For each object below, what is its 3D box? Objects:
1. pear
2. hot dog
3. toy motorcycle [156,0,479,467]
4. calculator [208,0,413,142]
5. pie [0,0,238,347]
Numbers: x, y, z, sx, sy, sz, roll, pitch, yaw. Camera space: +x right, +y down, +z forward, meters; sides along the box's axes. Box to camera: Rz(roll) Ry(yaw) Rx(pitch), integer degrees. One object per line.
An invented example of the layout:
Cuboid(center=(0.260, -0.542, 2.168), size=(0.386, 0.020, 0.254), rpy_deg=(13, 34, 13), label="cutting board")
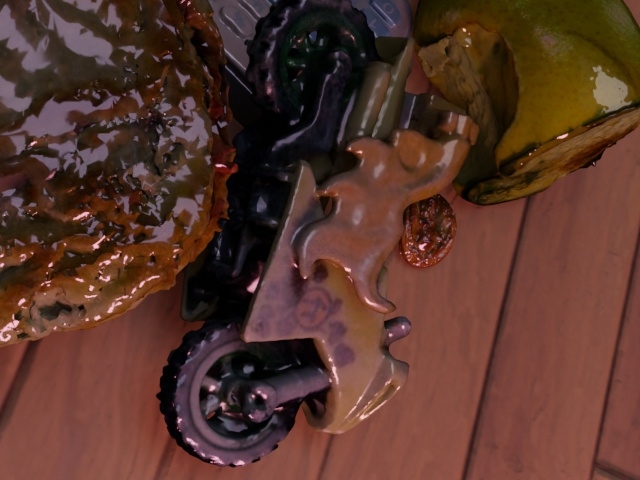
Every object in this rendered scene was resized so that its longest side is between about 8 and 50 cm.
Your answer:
Cuboid(center=(0.199, -0.189, 1.458), size=(0.164, 0.238, 0.255), rpy_deg=(-13, 79, -27), label="pear")
Cuboid(center=(0.104, -0.014, 1.459), size=(0.058, 0.035, 0.083), rpy_deg=(14, 65, -19), label="hot dog")
Cuboid(center=(0.000, 0.000, 1.278), size=(0.237, 0.168, 0.410), rpy_deg=(14, 90, -39), label="toy motorcycle")
Cuboid(center=(-0.058, -0.203, 1.437), size=(0.256, 0.054, 0.386), rpy_deg=(44, 56, -6), label="calculator")
Cuboid(center=(-0.271, -0.116, 1.132), size=(0.395, 0.180, 0.418), rpy_deg=(-25, 90, -1), label="pie")
